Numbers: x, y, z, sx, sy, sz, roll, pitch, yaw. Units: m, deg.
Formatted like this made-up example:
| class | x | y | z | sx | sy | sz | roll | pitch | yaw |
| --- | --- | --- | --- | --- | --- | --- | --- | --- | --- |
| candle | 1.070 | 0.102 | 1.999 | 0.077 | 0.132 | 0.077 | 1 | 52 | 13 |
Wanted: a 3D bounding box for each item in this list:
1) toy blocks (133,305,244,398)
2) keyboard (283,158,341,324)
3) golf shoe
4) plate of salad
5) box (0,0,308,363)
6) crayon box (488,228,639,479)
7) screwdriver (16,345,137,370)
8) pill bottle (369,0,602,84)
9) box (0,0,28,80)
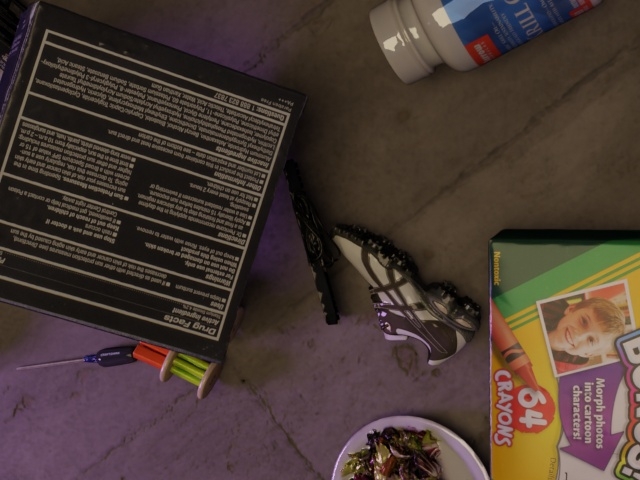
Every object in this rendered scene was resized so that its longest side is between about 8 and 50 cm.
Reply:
| class | x | y | z | sx | sy | sz | roll | pitch | yaw |
| --- | --- | --- | --- | --- | --- | --- | --- | --- | --- |
| toy blocks | -0.178 | 0.101 | 1.586 | 0.148 | 0.054 | 0.123 | 26 | 103 | 11 |
| keyboard | 0.000 | 0.000 | 1.504 | 0.038 | 0.100 | 0.192 | -16 | 94 | 3 |
| golf shoe | 0.079 | 0.060 | 1.499 | 0.198 | 0.077 | 0.094 | 37 | 105 | 9 |
| plate of salad | 0.098 | 0.297 | 1.527 | 0.200 | 0.048 | 0.200 | 3 | 98 | 25 |
| box | -0.212 | -0.059 | 1.426 | 0.296 | 0.183 | 0.294 | 18 | 88 | -17 |
| crayon box | 0.339 | 0.173 | 1.424 | 0.313 | 0.106 | 0.363 | 0 | 97 | 16 |
| screwdriver | -0.297 | 0.143 | 1.644 | 0.170 | 0.024 | 0.025 | -4 | 97 | 21 |
| pill bottle | 0.169 | -0.250 | 1.409 | 0.221 | 0.124 | 0.124 | -27 | 89 | 18 |
| box | -0.397 | -0.244 | 1.520 | 0.077 | 0.147 | 0.180 | -43 | 115 | 16 |
